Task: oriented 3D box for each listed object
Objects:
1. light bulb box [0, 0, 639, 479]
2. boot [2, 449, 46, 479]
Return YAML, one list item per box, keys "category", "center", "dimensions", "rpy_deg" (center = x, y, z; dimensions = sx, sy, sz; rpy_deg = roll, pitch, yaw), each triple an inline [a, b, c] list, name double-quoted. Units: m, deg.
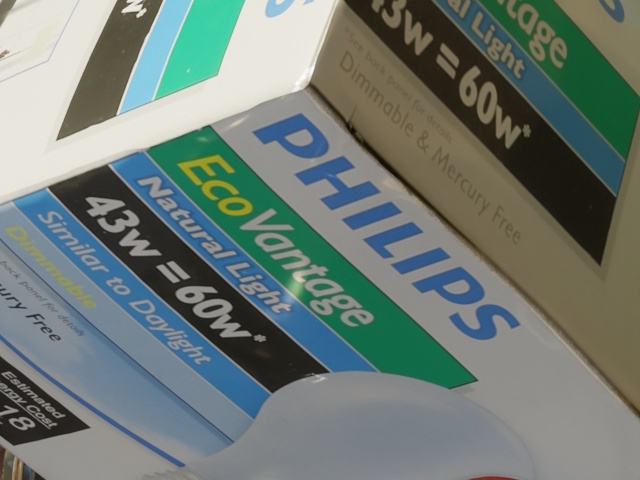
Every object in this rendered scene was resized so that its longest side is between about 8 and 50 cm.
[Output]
- category: "light bulb box"
  center: [0.000, 0.000, 0.996]
  dimensions: [0.358, 0.361, 0.225]
  rpy_deg: [43, -132, -30]
- category: "boot"
  center: [-0.147, 0.217, 1.392]
  dimensions: [0.077, 0.137, 0.198]
  rpy_deg: [-52, -38, -39]
